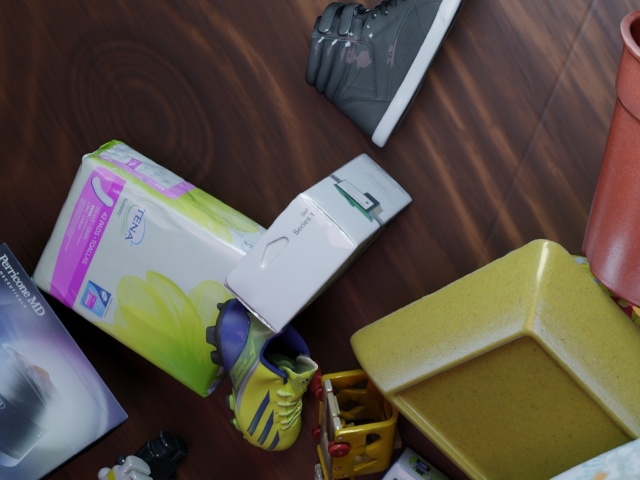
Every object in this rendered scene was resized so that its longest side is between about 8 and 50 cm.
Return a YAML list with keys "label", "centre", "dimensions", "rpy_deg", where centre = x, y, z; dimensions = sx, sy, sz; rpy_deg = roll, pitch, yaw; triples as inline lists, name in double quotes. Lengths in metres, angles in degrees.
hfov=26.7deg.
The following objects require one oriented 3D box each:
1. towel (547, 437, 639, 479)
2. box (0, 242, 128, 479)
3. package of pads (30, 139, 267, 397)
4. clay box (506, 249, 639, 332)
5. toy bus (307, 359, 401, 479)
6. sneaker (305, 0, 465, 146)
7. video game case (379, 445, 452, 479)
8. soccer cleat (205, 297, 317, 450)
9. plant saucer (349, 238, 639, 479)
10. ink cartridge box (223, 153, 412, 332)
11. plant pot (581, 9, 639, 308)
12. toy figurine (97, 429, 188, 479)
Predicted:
- label: "towel"
  centre: [0.363, 0.366, 1.558]
  dimensions: [0.321, 0.090, 0.374]
  rpy_deg: [-34, 130, 26]
- label: "box"
  centre: [-0.468, 0.210, 1.765]
  dimensions: [0.296, 0.294, 0.183]
  rpy_deg: [54, 143, 3]
- label: "package of pads"
  centre: [-0.209, 0.030, 1.768]
  dimensions: [0.297, 0.101, 0.229]
  rpy_deg: [32, 116, 8]
- label: "clay box"
  centre: [0.315, 0.062, 1.562]
  dimensions: [0.222, 0.127, 0.053]
  rpy_deg: [9, 108, 19]
- label: "toy bus"
  centre: [0.050, 0.252, 1.732]
  dimensions: [0.104, 0.202, 0.190]
  rpy_deg: [-8, 98, -8]
- label: "sneaker"
  centre: [0.078, -0.262, 1.563]
  dimensions: [0.147, 0.104, 0.295]
  rpy_deg: [31, 119, 4]
- label: "video game case"
  centre: [0.133, 0.447, 1.787]
  dimensions: [0.244, 0.061, 0.269]
  rpy_deg: [38, 115, 7]
- label: "soccer cleat"
  centre: [-0.056, 0.181, 1.703]
  dimensions: [0.121, 0.093, 0.289]
  rpy_deg: [4, 139, 19]
- label: "plant saucer"
  centre: [0.238, 0.189, 1.563]
  dimensions: [0.333, 0.081, 0.333]
  rpy_deg: [44, 133, -16]
- label: "ink cartridge box"
  centre: [0.000, 0.000, 1.611]
  dimensions: [0.092, 0.219, 0.160]
  rpy_deg: [44, 116, 4]
- label: "plant pot"
  centre: [0.410, -0.070, 1.425]
  dimensions: [0.272, 0.272, 0.265]
  rpy_deg: [21, 120, 14]
- label: "toy figurine"
  centre: [-0.220, 0.384, 1.820]
  dimensions: [0.213, 0.209, 0.148]
  rpy_deg: [45, 106, 4]
